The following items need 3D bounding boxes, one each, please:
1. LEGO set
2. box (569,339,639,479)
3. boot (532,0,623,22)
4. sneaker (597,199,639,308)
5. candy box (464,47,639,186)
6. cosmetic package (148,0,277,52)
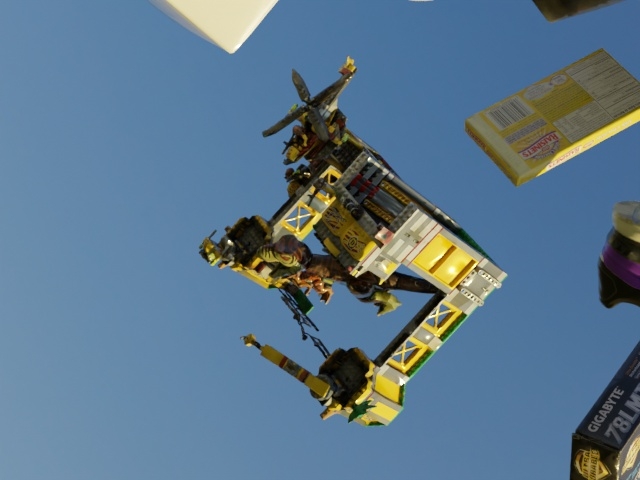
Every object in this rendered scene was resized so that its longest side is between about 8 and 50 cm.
[{"bbox_3d":[0.000,0.000,1.208,0.255,0.192,0.331,-41,-132,15],"label":"LEGO set"},{"bbox_3d":[0.414,0.275,1.655,0.073,0.295,0.293,18,-46,29],"label":"box"},{"bbox_3d":[0.339,-0.469,1.544,0.367,0.146,0.445,67,-15,-11],"label":"boot"},{"bbox_3d":[0.432,0.068,1.340,0.293,0.102,0.146,20,-69,12],"label":"sneaker"},{"bbox_3d":[0.282,-0.146,1.478,0.105,0.206,0.027,53,-18,29],"label":"candy box"},{"bbox_3d":[-0.143,-0.292,1.087,0.224,0.138,0.225,39,0,-23],"label":"cosmetic package"}]
